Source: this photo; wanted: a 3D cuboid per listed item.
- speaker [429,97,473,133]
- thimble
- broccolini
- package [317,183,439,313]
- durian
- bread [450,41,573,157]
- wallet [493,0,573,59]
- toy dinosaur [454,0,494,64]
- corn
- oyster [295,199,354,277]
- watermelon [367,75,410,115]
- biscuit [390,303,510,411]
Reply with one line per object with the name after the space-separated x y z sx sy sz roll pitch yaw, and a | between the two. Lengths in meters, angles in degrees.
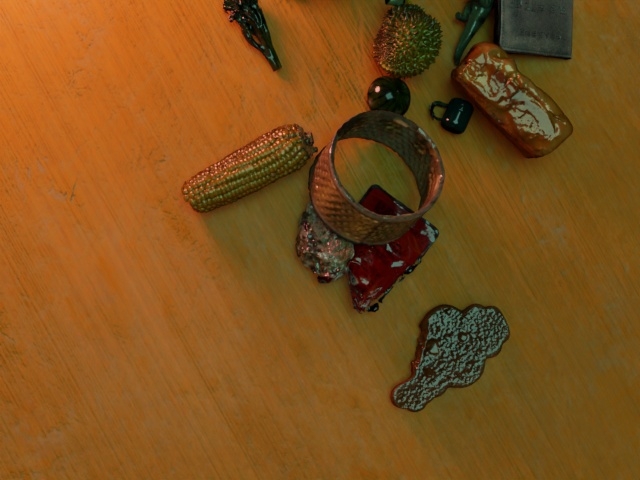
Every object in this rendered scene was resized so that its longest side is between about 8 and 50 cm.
0.301 -0.292 1.868 0.094 0.060 0.075 21 81 30 | speaker
0.117 -0.137 1.739 0.270 0.150 0.271 6 68 -16 | thimble
-0.140 -0.478 1.809 0.091 0.068 0.203 -38 92 -28 | broccolini
0.120 0.023 1.801 0.194 0.071 0.269 40 81 -3 | package
0.195 -0.445 1.809 0.146 0.198 0.159 14 127 -8 | durian
0.430 -0.319 1.830 0.132 0.167 0.294 -43 94 14 | bread
0.500 -0.513 1.889 0.222 0.036 0.167 1 91 -22 | wallet
0.354 -0.564 1.874 0.120 0.079 0.292 32 79 -27 | toy dinosaur
-0.152 -0.156 1.756 0.317 0.115 0.115 -30 90 -8 | corn
0.000 0.000 1.772 0.125 0.064 0.177 -40 65 -7 | oyster
0.162 -0.328 1.841 0.105 0.062 0.106 1 88 -17 | watermelon
0.282 0.259 1.819 0.183 0.047 0.320 39 81 -1 | biscuit
